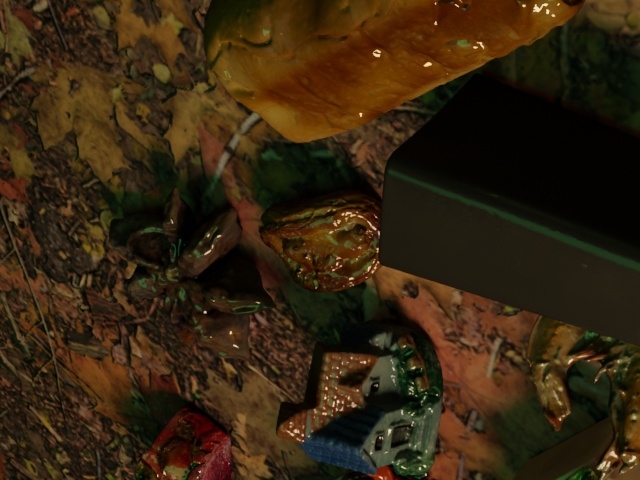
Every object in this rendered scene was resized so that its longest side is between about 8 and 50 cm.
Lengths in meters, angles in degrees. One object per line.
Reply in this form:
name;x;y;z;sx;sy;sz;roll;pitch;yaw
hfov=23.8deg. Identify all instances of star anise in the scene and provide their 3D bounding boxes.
star anise;-0.131;0.044;1.585;0.212;0.073;0.197;-23;101;49

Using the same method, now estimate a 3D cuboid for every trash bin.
trash bin;0.185;-0.024;1.210;0.225;0.165;0.115;21;130;24

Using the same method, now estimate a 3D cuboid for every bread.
bread;0.059;-0.208;1.160;0.149;0.195;0.344;42;141;-23

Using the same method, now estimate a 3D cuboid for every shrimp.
shrimp;0.241;0.110;1.275;0.132;0.187;0.051;1;164;24

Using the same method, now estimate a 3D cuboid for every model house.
model house;0.030;0.157;1.448;0.119;0.149;0.148;15;103;36

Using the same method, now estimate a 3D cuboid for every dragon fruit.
dragon fruit;-0.160;0.276;1.761;0.102;0.096;0.147;22;133;22

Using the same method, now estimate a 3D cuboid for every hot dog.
hot dog;0.000;-0.003;1.449;0.147;0.065;0.099;-9;123;41

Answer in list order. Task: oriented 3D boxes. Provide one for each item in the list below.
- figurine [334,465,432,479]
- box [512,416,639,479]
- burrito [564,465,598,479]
figurine;0.055;0.313;1.585;0.183;0.160;0.226;36;128;12
box;0.286;0.278;1.394;0.212;0.095;0.168;49;139;-1
burrito;0.223;0.312;1.361;0.104;0.054;0.288;29;133;19
